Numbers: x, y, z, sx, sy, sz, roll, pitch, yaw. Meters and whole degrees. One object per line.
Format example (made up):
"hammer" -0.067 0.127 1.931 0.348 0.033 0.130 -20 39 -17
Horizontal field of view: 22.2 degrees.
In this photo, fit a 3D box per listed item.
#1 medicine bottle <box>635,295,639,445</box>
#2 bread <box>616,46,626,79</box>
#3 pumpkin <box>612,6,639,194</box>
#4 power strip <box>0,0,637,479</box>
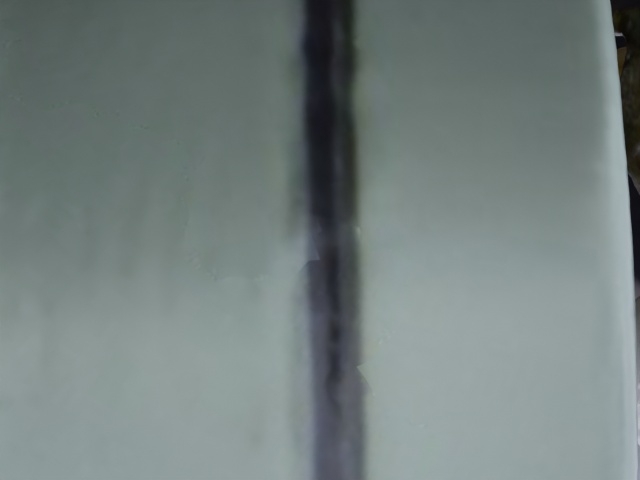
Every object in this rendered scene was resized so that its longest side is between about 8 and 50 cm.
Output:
"medicine bottle" 0.343 0.078 1.003 0.296 0.111 0.161 -7 141 29
"bread" 0.377 -0.159 1.634 0.213 0.104 0.213 -12 -176 1
"pumpkin" 0.219 -0.013 0.680 0.163 0.278 0.111 -11 -170 0
"power strip" -0.004 0.018 0.522 0.161 0.357 0.357 -1 160 1
